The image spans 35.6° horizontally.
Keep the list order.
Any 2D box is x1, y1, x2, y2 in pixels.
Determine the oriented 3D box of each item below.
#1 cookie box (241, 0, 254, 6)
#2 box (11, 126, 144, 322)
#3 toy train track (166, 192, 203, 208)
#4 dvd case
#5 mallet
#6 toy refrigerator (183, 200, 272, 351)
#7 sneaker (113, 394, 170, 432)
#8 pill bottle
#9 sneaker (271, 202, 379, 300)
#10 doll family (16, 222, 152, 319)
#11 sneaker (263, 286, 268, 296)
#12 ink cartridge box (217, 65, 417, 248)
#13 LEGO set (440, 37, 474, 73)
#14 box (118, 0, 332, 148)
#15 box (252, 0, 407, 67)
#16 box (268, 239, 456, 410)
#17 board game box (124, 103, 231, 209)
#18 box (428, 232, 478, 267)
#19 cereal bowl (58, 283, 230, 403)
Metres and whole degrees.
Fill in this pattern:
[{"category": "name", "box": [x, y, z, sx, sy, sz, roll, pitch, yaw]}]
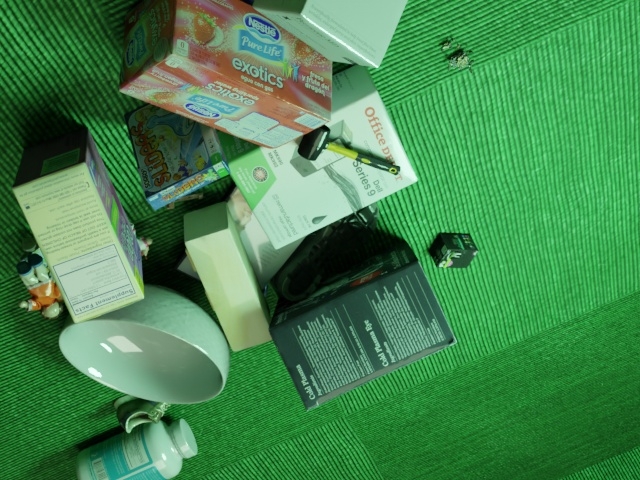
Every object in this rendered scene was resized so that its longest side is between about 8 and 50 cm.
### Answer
[{"category": "cookie box", "box": [-0.081, -0.390, 1.530, 0.092, 0.040, 0.107, -19, 142, -5]}, {"category": "box", "box": [-0.383, -0.030, 1.599, 0.117, 0.213, 0.243, -20, 113, -4]}, {"category": "toy train track", "box": [-0.257, -0.074, 1.837, 0.083, 0.014, 0.048, -12, 140, -14]}, {"category": "dvd case", "box": [-0.142, 0.001, 1.909, 0.180, 0.022, 0.253, 29, 114, -25]}, {"category": "mallet", "box": [0.048, -0.137, 1.675, 0.190, 0.039, 0.062, 25, 112, -29]}, {"category": "toy refrigerator", "box": [-0.175, 0.072, 1.875, 0.094, 0.102, 0.269, -17, 124, 2]}, {"category": "sneaker", "box": [-0.368, 0.374, 2.247, 0.192, 0.086, 0.064, -21, 141, -2]}, {"category": "pill bottle", "box": [-0.426, 0.512, 2.332, 0.264, 0.146, 0.146, -24, 141, 3]}, {"category": "sneaker", "box": [0.000, 0.000, 1.988, 0.267, 0.106, 0.101, -42, 121, -7]}, {"category": "doll family", "box": [-0.444, 0.035, 1.819, 0.263, 0.118, 0.163, -31, 138, -18]}, {"category": "sneaker", "box": [-0.145, 0.052, 2.003, 0.078, 0.067, 0.188, -8, 134, -8]}, {"category": "ink cartridge box", "box": [-0.003, -0.148, 1.751, 0.289, 0.121, 0.211, -26, 126, 5]}, {"category": "LEGO set", "box": [0.244, -0.330, 1.775, 0.054, 0.023, 0.083, -26, 128, 2]}, {"category": "box", "box": [-0.140, -0.265, 1.528, 0.300, 0.142, 0.154, 18, 154, -37]}, {"category": "box", "box": [0.027, -0.378, 1.473, 0.181, 0.119, 0.182, 26, 86, -43]}, {"category": "box", "box": [0.079, 0.158, 1.992, 0.312, 0.179, 0.343, -26, -175, 3]}, {"category": "board game box", "box": [-0.233, -0.156, 1.602, 0.136, 0.201, 0.035, -26, 141, 4]}, {"category": "box", "box": [0.291, 0.023, 2.177, 0.083, 0.052, 0.062, 2, 137, -28]}, {"category": "cereal bowl", "box": [-0.333, 0.185, 1.956, 0.339, 0.141, 0.339, 9, 146, 6]}]
